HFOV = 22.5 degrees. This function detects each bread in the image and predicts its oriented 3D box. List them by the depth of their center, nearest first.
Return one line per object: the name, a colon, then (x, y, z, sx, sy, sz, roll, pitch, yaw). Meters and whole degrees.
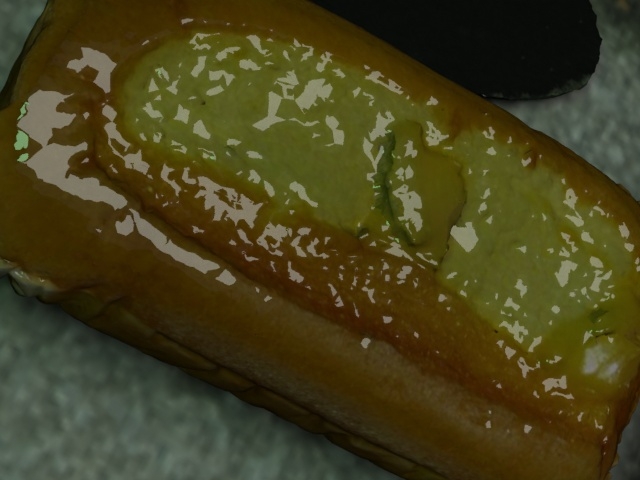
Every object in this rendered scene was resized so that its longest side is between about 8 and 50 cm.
bread: (0.000, 0.000, 0.641, 0.288, 0.119, 0.153, 28, 73, -16)

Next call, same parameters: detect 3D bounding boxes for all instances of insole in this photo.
insole: (-0.007, -0.128, 0.722, 0.309, 0.012, 0.110, 8, 73, -22)
